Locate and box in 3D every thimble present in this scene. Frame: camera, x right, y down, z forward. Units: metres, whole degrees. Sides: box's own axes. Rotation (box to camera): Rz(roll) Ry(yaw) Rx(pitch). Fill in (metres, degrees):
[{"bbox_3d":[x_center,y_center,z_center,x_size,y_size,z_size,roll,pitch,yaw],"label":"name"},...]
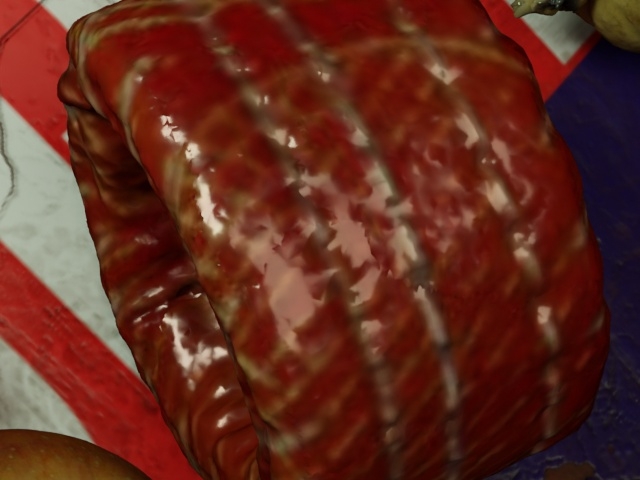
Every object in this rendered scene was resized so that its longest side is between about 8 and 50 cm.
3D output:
[{"bbox_3d":[0.000,0.000,1.025,0.231,0.350,0.350,-22,90,-18],"label":"thimble"}]

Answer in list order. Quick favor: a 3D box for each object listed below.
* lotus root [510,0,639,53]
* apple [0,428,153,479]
[{"bbox_3d":[0.261,-0.216,1.274,0.257,0.140,0.154,-7,44,-33],"label":"lotus root"},{"bbox_3d":[-0.186,0.216,1.002,0.235,0.173,0.210,17,71,-28],"label":"apple"}]
